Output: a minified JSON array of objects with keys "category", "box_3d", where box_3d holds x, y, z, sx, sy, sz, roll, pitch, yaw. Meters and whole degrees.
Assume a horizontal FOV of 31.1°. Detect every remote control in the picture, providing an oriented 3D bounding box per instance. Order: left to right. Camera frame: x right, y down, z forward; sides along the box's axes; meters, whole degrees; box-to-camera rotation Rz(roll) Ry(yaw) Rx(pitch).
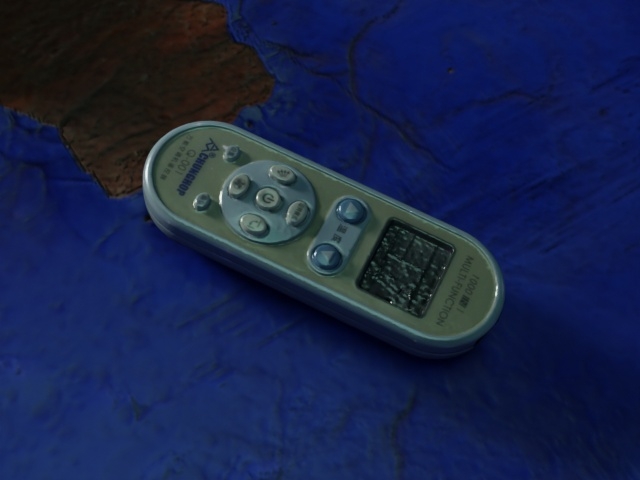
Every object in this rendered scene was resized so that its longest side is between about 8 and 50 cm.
[{"category":"remote control","box_3d":[0.000,0.000,0.730,0.244,0.047,0.087,26,60,7]}]
